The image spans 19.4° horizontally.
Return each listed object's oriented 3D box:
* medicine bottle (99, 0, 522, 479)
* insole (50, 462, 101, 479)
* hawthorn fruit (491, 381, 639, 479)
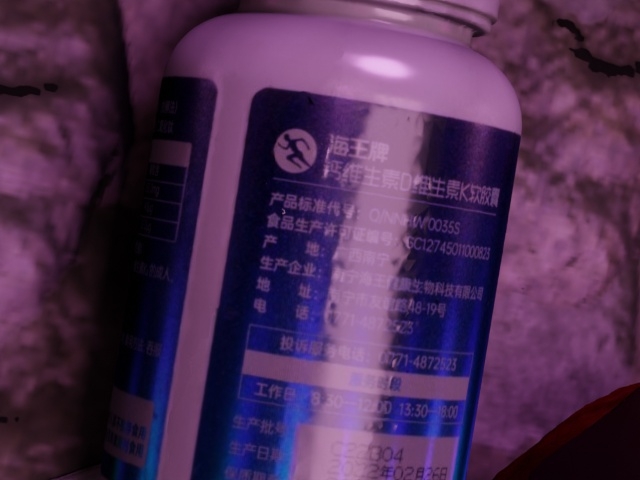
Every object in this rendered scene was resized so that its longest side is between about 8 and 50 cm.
[{"bbox_3d":[0.000,0.000,0.548,0.107,0.107,0.191,9,91,-34],"label":"medicine bottle"},{"bbox_3d":[-0.062,0.093,0.590,0.197,0.004,0.065,-29,113,-26],"label":"insole"},{"bbox_3d":[0.156,0.137,0.646,0.251,0.189,0.189,7,95,-48],"label":"hawthorn fruit"}]
